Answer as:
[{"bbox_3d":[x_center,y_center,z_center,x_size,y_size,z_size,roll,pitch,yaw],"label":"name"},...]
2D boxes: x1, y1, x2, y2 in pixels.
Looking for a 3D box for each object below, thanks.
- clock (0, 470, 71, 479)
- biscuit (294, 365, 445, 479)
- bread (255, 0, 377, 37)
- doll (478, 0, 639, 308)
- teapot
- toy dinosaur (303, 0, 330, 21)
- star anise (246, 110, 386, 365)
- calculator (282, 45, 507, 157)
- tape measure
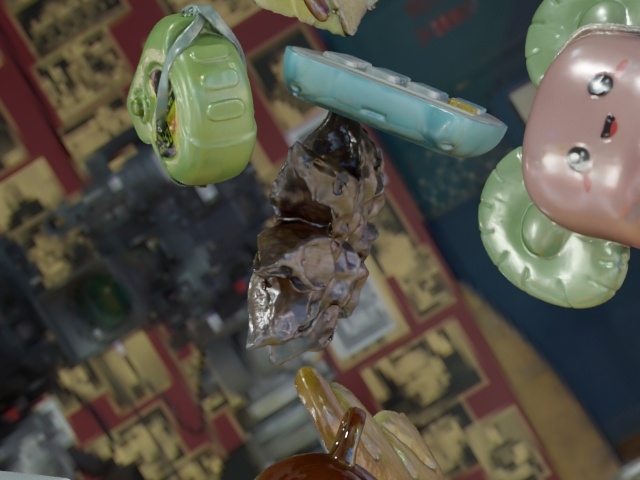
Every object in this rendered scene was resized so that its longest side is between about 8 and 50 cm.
[{"bbox_3d":[-0.339,0.374,1.778,0.231,0.262,0.116,-1,9,38],"label":"clock"},{"bbox_3d":[0.070,0.252,1.998,0.045,0.154,0.299,-33,-32,17],"label":"biscuit"},{"bbox_3d":[0.028,-0.372,1.906,0.240,0.135,0.178,-57,-14,-52],"label":"bread"},{"bbox_3d":[0.266,-0.072,1.329,0.268,0.284,0.216,20,4,39],"label":"doll"},{"bbox_3d":[0.009,0.281,1.733,0.135,0.178,0.252,117,174,-57],"label":"teapot"},{"bbox_3d":[-0.142,-0.202,0.884,0.097,0.432,0.208,-62,-17,-4],"label":"toy dinosaur"},{"bbox_3d":[0.000,0.001,1.931,0.332,0.117,0.332,-56,-21,-34],"label":"star anise"},{"bbox_3d":[0.085,-0.160,1.851,0.386,0.256,0.054,-41,-29,-77],"label":"calculator"},{"bbox_3d":[-0.126,-0.143,1.710,0.106,0.175,0.200,-11,-27,-26],"label":"tape measure"}]
